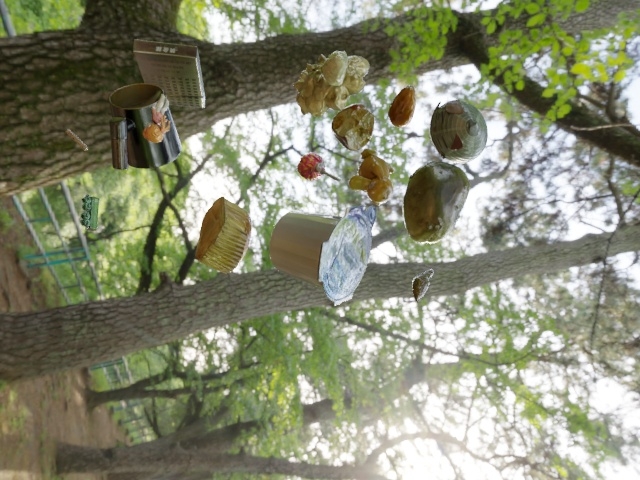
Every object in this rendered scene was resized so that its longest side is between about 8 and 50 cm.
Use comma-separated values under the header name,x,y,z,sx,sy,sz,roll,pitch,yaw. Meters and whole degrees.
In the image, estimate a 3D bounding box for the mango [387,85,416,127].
name,x,y,z,sx,sy,sz,roll,pitch,yaw
mango,0.293,-0.474,1.780,0.159,0.084,0.105,96,-14,-55

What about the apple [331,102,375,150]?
name,x,y,z,sx,sy,sz,roll,pitch,yaw
apple,0.126,-0.421,1.828,0.156,0.158,0.147,43,1,-6

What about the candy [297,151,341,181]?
name,x,y,z,sx,sy,sz,roll,pitch,yaw
candy,0.005,-0.280,2.027,0.365,0.124,0.124,-137,-138,-62

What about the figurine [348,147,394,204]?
name,x,y,z,sx,sy,sz,roll,pitch,yaw
figurine,0.242,-0.281,2.238,0.215,0.215,0.228,108,4,-51

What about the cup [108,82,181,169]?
name,x,y,z,sx,sy,sz,roll,pitch,yaw
cup,-0.468,-0.289,1.322,0.239,0.166,0.176,-109,-165,-44

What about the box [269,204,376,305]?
name,x,y,z,sx,sy,sz,roll,pitch,yaw
box,0.000,0.000,1.346,0.207,0.291,0.262,15,-27,29

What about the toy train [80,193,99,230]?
name,x,y,z,sx,sy,sz,roll,pitch,yaw
toy train,-0.916,-0.109,1.973,0.071,0.038,0.147,33,49,-61

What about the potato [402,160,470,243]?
name,x,y,z,sx,sy,sz,roll,pitch,yaw
potato,0.385,-0.131,1.678,0.307,0.210,0.173,-68,-171,-19

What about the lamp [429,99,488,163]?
name,x,y,z,sx,sy,sz,roll,pitch,yaw
lamp,0.561,-0.444,2.012,0.233,0.233,0.265,174,-100,-69

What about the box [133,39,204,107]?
name,x,y,z,sx,sy,sz,roll,pitch,yaw
box,-0.467,-0.516,1.571,0.325,0.181,0.047,129,-37,-75

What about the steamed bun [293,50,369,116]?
name,x,y,z,sx,sy,sz,roll,pitch,yaw
steamed bun,0.030,-0.575,1.767,0.137,0.293,0.295,52,24,-37

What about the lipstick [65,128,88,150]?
name,x,y,z,sx,sy,sz,roll,pitch,yaw
lipstick,-0.885,-0.365,1.803,0.094,0.019,0.019,45,-19,-8

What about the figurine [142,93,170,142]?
name,x,y,z,sx,sy,sz,roll,pitch,yaw
figurine,-0.347,-0.263,1.067,0.064,0.047,0.109,53,47,-68

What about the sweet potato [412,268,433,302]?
name,x,y,z,sx,sy,sz,roll,pitch,yaw
sweet potato,0.450,0.180,2.199,0.075,0.269,0.074,13,-59,23

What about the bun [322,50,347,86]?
name,x,y,z,sx,sy,sz,roll,pitch,yaw
bun,0.044,-0.560,1.607,0.115,0.069,0.115,-173,-90,-75

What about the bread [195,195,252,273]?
name,x,y,z,sx,sy,sz,roll,pitch,yaw
bread,-0.300,-0.015,1.566,0.179,0.133,0.250,-51,-151,23
